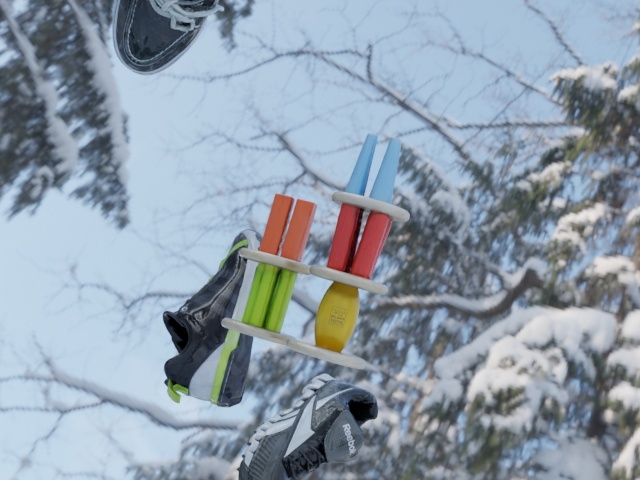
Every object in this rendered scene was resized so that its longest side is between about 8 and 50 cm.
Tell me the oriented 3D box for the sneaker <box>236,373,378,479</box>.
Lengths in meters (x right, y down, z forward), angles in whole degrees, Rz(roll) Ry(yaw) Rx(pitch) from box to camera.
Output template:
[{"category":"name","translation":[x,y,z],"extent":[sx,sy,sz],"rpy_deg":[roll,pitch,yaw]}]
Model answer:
[{"category":"sneaker","translation":[-0.007,0.237,1.286],"extent":[0.106,0.234,0.078],"rpy_deg":[4,-62,33]}]

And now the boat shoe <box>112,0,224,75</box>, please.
[{"category":"boat shoe","translation":[-0.152,-0.289,1.198],"extent":[0.113,0.105,0.306],"rpy_deg":[35,-55,-16]}]

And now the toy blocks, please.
[{"category":"toy blocks","translation":[0.000,0.000,0.719],"extent":[0.123,0.054,0.148],"rpy_deg":[13,-95,46]}]

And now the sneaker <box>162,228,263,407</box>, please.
[{"category":"sneaker","translation":[-0.114,0.069,1.131],"extent":[0.097,0.235,0.084],"rpy_deg":[9,-48,-3]}]
